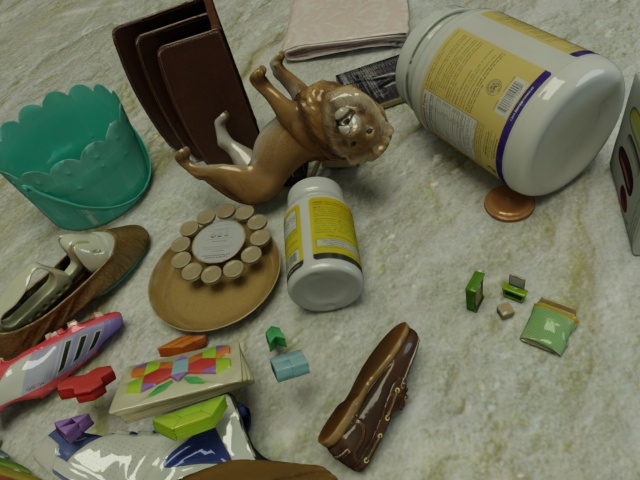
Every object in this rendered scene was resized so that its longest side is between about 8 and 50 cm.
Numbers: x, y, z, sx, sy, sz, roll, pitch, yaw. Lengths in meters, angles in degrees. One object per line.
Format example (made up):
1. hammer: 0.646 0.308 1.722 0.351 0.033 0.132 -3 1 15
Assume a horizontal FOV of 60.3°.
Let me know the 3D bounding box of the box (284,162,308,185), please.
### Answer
1. box: -0.060 -0.155 1.096 0.062 0.052 0.083 -3 51 14

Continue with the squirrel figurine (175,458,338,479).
1. squirrel figurine: -0.146 0.405 0.442 0.281 0.397 0.370 20 94 67

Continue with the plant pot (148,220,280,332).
1. plant pot: -0.181 0.063 0.956 0.236 0.032 0.236 -7 49 8

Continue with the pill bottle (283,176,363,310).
1. pill bottle: 0.000 0.000 0.905 0.119 0.119 0.208 -11 49 5

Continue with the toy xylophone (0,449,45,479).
1. toy xylophone: -0.427 0.305 0.681 0.323 0.236 0.081 14 64 30

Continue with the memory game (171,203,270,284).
1. memory game: -0.177 0.003 0.977 0.186 0.012 0.186 -7 49 8

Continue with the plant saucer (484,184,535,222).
1. plant saucer: 0.324 -0.066 0.946 0.083 0.013 0.083 -7 49 8

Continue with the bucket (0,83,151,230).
1. bucket: -0.497 -0.168 1.136 0.281 0.183 0.281 -7 50 9

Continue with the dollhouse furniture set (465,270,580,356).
1. dollhouse furniture set: 0.288 0.094 0.789 0.152 0.058 0.076 21 59 29

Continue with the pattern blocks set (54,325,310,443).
1. pattern blocks set: -0.190 0.186 0.755 0.325 0.026 0.285 -16 15 -23

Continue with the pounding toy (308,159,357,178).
1. pounding toy: 0.027 -0.198 1.073 0.100 0.141 0.130 2 36 16

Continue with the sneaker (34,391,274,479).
1. sneaker: -0.181 0.285 0.719 0.316 0.127 0.182 14 51 16

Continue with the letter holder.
1. letter holder: -0.257 -0.282 1.090 0.214 0.302 0.152 -19 48 -2

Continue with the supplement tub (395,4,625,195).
1. supplement tub: 0.311 -0.255 0.960 0.241 0.241 0.331 -31 50 -13

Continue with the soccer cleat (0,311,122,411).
1. soccer cleat: -0.430 0.198 0.888 0.248 0.095 0.083 -28 7 -25

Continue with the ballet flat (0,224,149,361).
1. ballet flat: -0.449 0.066 0.962 0.116 0.124 0.342 28 62 32

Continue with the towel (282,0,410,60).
1. towel: 0.072 -0.591 1.436 0.317 0.053 0.331 -2 50 12

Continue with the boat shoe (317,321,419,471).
1. boat shoe: 0.080 0.208 0.747 0.073 0.073 0.207 40 67 -4

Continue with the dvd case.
1. dvd case: 0.159 -0.359 1.237 0.221 0.018 0.164 -19 47 -1

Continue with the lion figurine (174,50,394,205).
1. lion figurine: -0.073 -0.165 0.987 0.392 0.240 0.142 -34 14 37

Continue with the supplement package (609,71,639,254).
1. supplement package: 0.540 -0.116 0.811 0.149 0.194 0.203 0 50 14
